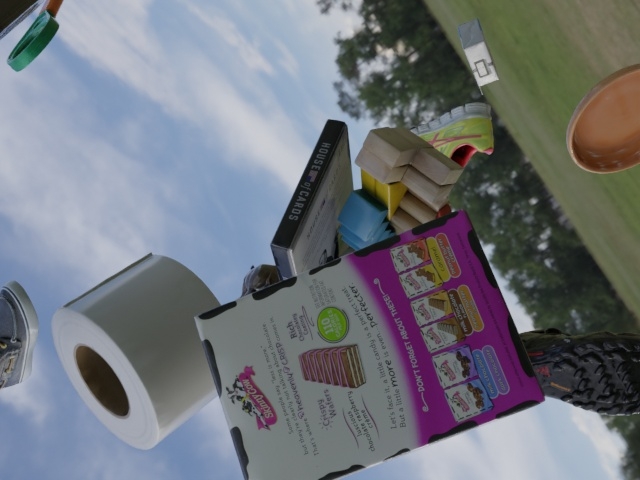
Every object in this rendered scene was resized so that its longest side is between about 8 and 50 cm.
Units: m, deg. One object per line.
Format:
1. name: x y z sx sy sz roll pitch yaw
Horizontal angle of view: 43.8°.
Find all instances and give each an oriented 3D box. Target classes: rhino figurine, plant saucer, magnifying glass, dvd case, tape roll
1. rhino figurine: -0.131 0.097 1.685 0.073 0.106 0.243 28 174 -9
2. plant saucer: 0.468 -0.191 1.223 0.200 0.200 0.037 40 -158 -42
3. magnifying glass: -0.418 -0.327 1.199 0.026 0.092 0.231 44 -154 -30
4. dvd case: 0.000 0.000 0.947 0.239 0.029 0.179 80 -151 -56
5. tape roll: -0.262 0.166 1.197 0.169 0.246 0.246 -36 -89 -37

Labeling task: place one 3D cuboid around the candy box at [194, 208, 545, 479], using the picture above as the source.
1. candy box: 0.036 0.095 0.633 0.071 0.233 0.159 50 -160 -73

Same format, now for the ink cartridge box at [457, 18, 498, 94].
1. ink cartridge box: 0.202 -0.232 1.009 0.083 0.028 0.048 53 -154 -45

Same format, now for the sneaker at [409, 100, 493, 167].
1. sneaker: 0.186 -0.139 1.270 0.081 0.208 0.094 -2 -108 -48

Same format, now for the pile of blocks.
1. pile of blocks: 0.102 0.003 0.942 0.112 0.149 0.362 38 169 21

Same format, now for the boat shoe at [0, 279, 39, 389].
1. boat shoe: -0.425 0.138 1.048 0.065 0.183 0.083 36 -139 23

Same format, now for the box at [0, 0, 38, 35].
1. box: -0.444 -0.333 0.842 0.295 0.073 0.293 42 -161 -21

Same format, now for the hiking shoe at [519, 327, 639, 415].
1. hiking shoe: 0.257 0.121 0.824 0.114 0.226 0.086 -45 -52 -66
